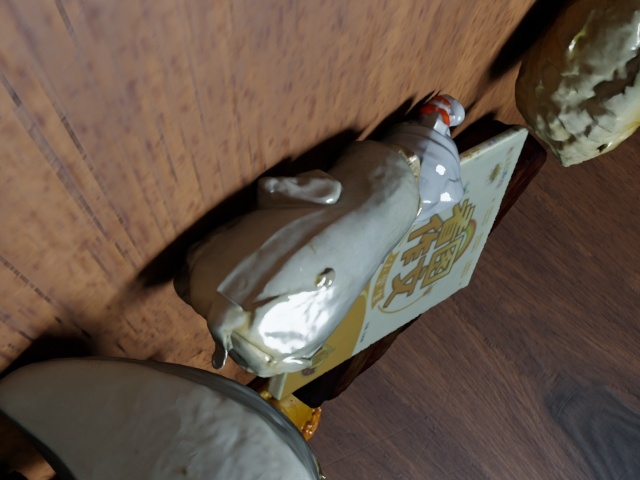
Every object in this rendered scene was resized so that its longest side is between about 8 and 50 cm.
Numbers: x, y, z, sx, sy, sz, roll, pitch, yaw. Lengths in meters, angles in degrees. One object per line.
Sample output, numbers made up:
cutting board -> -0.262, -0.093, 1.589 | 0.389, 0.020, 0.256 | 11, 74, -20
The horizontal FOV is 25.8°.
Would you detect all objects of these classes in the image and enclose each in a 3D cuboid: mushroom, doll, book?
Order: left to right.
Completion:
mushroom -> -0.076, 0.143, 0.865 | 0.126, 0.177, 0.397 | -45, 173, -6
mushroom -> 0.001, -0.001, 0.867 | 0.096, 0.099, 0.278 | -44, 179, 36
book -> 0.076, 0.017, 1.319 | 0.295, 0.020, 0.208 | -28, 146, -41
doll -> 0.077, -0.062, 1.064 | 0.180, 0.079, 0.094 | -60, 175, -63

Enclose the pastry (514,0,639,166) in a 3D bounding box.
pastry -> 0.297, -0.205, 1.250 | 0.329, 0.136, 0.329 | -45, 176, -4

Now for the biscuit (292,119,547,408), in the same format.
biscuit -> 0.097, 0.021, 1.600 | 0.407, 0.091, 0.407 | -45, 170, -10

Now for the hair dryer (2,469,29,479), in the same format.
hair dryer -> -0.198, 0.264, 0.770 | 0.244, 0.116, 0.302 | -44, -162, -21

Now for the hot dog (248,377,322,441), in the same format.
hot dog -> -0.107, 0.274, 1.719 | 0.158, 0.117, 0.349 | -50, 172, 29
